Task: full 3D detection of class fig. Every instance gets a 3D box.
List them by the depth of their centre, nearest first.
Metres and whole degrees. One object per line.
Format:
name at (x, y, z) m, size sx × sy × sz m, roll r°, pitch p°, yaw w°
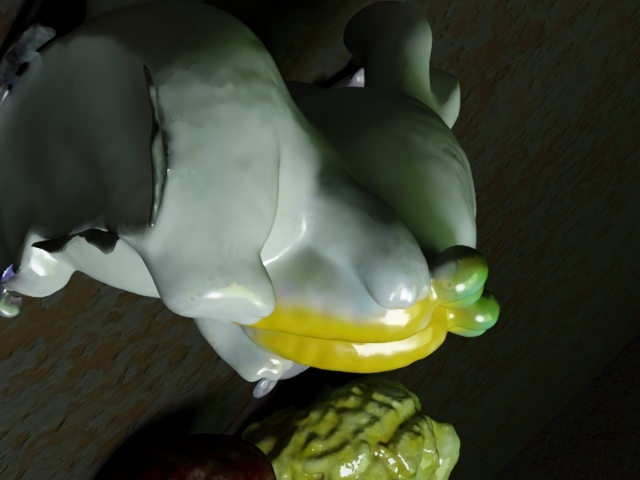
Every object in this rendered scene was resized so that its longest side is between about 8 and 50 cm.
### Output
fig at (-0.136, 0.295, 1.160) m, size 0.170 × 0.145 × 0.274 m, roll -19°, pitch 130°, yaw -53°

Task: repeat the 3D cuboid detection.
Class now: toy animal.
toy animal at (-0.025, -0.033, 0.707) m, size 0.310 × 0.247 × 0.183 m, roll 1°, pitch 146°, yaw -46°

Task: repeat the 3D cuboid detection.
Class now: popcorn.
popcorn at (0.016, 0.252, 1.337) m, size 0.255 × 0.195 × 0.256 m, roll -10°, pitch 143°, yaw -39°

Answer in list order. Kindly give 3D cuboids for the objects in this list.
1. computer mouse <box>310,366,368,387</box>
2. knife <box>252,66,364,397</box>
computer mouse at (0.089, 0.064, 1.323) m, size 0.137 × 0.086 × 0.269 m, roll -27°, pitch 152°, yaw -46°
knife at (-0.001, -0.001, 1.084) m, size 0.132 × 0.038 × 0.398 m, roll -38°, pitch 157°, yaw -32°
